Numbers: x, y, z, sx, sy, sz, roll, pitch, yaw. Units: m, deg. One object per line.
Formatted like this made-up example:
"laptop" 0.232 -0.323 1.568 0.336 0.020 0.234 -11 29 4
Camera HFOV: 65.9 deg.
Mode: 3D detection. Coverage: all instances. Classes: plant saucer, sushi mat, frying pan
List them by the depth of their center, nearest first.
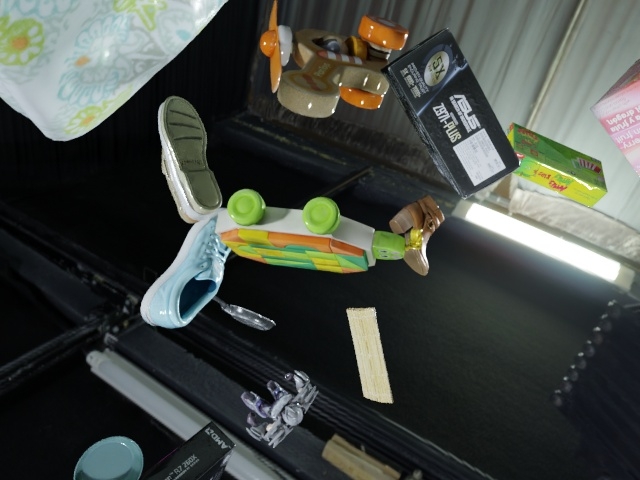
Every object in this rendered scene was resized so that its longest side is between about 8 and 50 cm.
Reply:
"plant saucer" -0.388 0.417 0.905 0.119 0.119 0.021 -10 -173 -35
"sushi mat" 0.163 0.378 1.640 0.019 0.316 0.151 -12 -179 -35
"frying pan" -0.316 0.272 1.895 0.326 0.053 0.197 33 159 -33

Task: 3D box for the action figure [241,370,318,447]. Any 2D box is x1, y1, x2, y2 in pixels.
"action figure" -0.106 0.405 1.212 0.185 0.285 0.099 -36 -87 -22

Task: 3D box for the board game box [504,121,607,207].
"board game box" 0.412 -0.136 0.882 0.181 0.043 0.092 23 -133 -3

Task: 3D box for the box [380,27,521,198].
"box" 0.157 -0.159 0.621 0.180 0.077 0.147 56 -168 -13

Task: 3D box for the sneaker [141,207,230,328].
"sneaker" -0.285 0.072 1.250 0.150 0.135 0.366 9 -122 35

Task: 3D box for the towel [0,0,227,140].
"towel" -0.164 -0.261 0.404 0.090 0.374 0.320 40 -107 -3

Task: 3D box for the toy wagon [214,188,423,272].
"toy wagon" 0.000 0.000 0.848 0.344 0.068 0.267 7 166 11

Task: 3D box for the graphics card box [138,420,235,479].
"graphics card box" -0.362 0.583 1.062 0.094 0.233 0.371 37 -146 20

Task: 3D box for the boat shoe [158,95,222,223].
"boat shoe" -0.321 -0.185 1.139 0.113 0.103 0.302 -1 -112 -44

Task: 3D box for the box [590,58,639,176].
"box" 0.487 -0.190 0.531 0.154 0.300 0.142 -39 -87 -27

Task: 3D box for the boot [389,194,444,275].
"boot" 0.291 -0.016 1.379 0.152 0.197 0.073 -35 -161 -26

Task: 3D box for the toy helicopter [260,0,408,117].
"toy helicopter" -0.004 -0.277 0.769 0.235 0.140 0.355 21 -146 0
